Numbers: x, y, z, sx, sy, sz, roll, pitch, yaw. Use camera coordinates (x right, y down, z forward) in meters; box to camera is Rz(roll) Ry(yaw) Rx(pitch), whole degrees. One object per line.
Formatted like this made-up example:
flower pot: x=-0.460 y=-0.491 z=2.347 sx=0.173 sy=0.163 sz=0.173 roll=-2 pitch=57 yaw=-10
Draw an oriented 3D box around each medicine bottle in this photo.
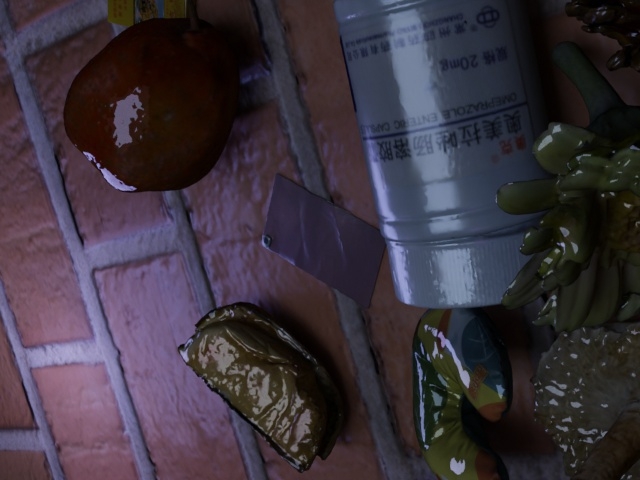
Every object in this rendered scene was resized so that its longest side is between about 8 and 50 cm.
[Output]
medicine bottle: x=0.137 y=-0.103 z=1.031 sx=0.190 sy=0.190 sz=0.332 roll=-5 pitch=103 yaw=41

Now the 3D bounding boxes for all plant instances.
plant: x=0.306 y=-0.057 z=0.878 sx=0.261 sy=0.297 sz=0.306 roll=2 pitch=150 yaw=29

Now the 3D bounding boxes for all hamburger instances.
hamburger: x=-0.068 y=0.176 z=1.361 sx=0.262 sy=0.124 sz=0.131 roll=40 pitch=108 yaw=17

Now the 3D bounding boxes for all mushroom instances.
mushroom: x=0.294 y=0.237 z=0.972 sx=0.208 sy=0.301 sz=0.233 roll=33 pitch=144 yaw=-15

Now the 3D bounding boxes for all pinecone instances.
pinecone: x=0.297 y=-0.224 z=0.867 sx=0.195 sy=0.179 sz=0.150 roll=51 pitch=134 yaw=22

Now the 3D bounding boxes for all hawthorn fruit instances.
hawthorn fruit: x=-0.194 y=-0.188 z=1.273 sx=0.210 sy=0.210 sz=0.262 roll=48 pitch=122 yaw=16

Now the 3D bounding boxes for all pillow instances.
pillow: x=0.164 y=0.180 z=1.137 sx=0.214 sy=0.086 sz=0.233 roll=-136 pitch=44 yaw=-66

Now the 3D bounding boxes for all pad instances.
pad: x=0.000 y=0.000 z=1.306 sx=0.188 sy=0.006 sz=0.113 roll=30 pitch=122 yaw=28

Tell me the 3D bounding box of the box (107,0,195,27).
box: x=-0.231 y=-0.326 z=1.373 sx=0.155 sy=0.023 sz=0.086 roll=20 pitch=114 yaw=33
